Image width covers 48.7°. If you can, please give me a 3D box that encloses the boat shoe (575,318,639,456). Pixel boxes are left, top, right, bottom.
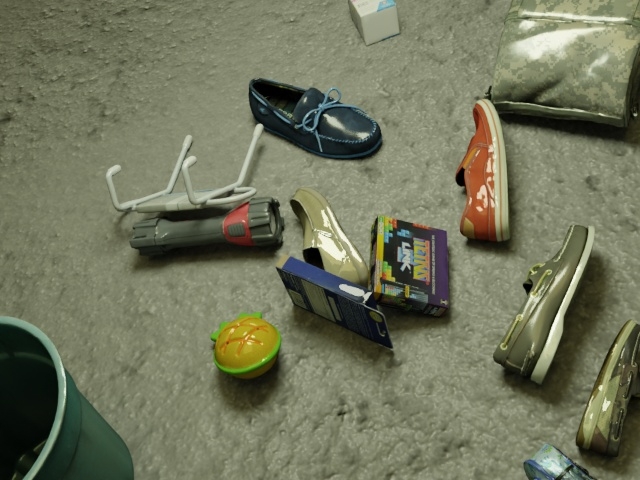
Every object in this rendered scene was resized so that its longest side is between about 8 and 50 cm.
[{"bbox_3d":[0.467,0.232,1.102,0.073,0.080,0.223,23,69,22],"label":"boat shoe"}]

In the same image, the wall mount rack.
[{"bbox_3d":[-0.276,-0.150,1.524,0.350,0.130,0.304,-2,17,28],"label":"wall mount rack"}]

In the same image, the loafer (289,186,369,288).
[{"bbox_3d":[0.000,0.000,1.374,0.092,0.102,0.268,-26,53,-12],"label":"loafer"}]

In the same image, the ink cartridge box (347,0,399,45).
[{"bbox_3d":[0.127,-0.575,1.761,0.092,0.090,0.143,-20,51,0],"label":"ink cartridge box"}]

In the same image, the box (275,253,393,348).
[{"bbox_3d":[0.033,0.110,1.264,0.225,0.136,0.036,23,64,28],"label":"box"}]

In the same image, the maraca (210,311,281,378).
[{"bbox_3d":[-0.139,0.184,1.286,0.127,0.099,0.186,-23,27,-12],"label":"maraca"}]

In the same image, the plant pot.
[{"bbox_3d":[-0.475,0.347,1.105,0.341,0.334,0.341,-8,53,10],"label":"plant pot"}]

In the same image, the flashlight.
[{"bbox_3d":[-0.232,-0.026,1.464,0.304,0.103,0.103,-6,58,16],"label":"flashlight"}]

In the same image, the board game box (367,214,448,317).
[{"bbox_3d":[0.161,0.046,1.296,0.141,0.048,0.170,11,55,-9],"label":"board game box"}]

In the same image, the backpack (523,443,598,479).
[{"bbox_3d":[0.346,0.359,1.021,0.084,0.105,0.114,-36,49,-13],"label":"backpack"}]

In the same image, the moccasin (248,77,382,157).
[{"bbox_3d":[-0.030,-0.275,1.570,0.342,0.117,0.138,17,61,25],"label":"moccasin"}]

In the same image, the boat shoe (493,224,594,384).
[{"bbox_3d":[0.386,0.091,1.201,0.091,0.109,0.305,20,66,21],"label":"boat shoe"}]

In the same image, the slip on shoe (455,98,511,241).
[{"bbox_3d":[0.315,-0.145,1.390,0.101,0.123,0.331,-5,59,17],"label":"slip on shoe"}]

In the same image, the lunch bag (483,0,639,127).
[{"bbox_3d":[0.509,-0.367,1.437,0.305,0.212,0.256,15,77,27],"label":"lunch bag"}]
